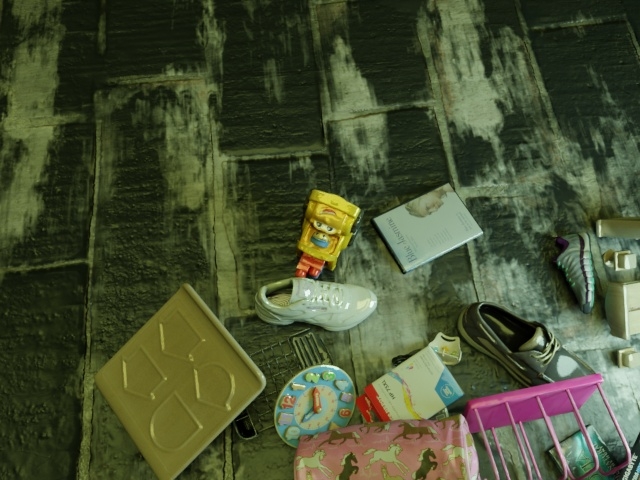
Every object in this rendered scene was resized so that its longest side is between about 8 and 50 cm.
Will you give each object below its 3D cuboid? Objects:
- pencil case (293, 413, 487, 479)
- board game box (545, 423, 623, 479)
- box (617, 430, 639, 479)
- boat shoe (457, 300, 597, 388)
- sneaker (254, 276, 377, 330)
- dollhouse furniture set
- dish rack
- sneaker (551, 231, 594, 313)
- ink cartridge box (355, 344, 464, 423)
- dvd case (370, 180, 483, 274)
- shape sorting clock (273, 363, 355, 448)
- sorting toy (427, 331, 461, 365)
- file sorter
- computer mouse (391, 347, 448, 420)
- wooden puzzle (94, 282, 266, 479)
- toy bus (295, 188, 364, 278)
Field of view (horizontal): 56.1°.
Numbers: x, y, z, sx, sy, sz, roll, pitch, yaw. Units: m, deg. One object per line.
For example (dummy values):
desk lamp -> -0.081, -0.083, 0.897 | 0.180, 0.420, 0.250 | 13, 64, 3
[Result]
pencil case -> 0.142, 0.475, 1.265 | 0.386, 0.167, 0.160 | -13, 28, 15
board game box -> 0.625, 0.535, 1.373 | 0.126, 0.026, 0.186 | -27, 69, -12
box -> 0.731, 0.504, 1.298 | 0.051, 0.220, 0.175 | 10, 58, 52
boat shoe -> 0.497, 0.264, 1.432 | 0.355, 0.130, 0.132 | 28, 69, 11
sneaker -> -0.011, 0.152, 1.466 | 0.305, 0.152, 0.114 | -2, 64, -3
dollhouse furniture set -> 0.840, 0.118, 1.551 | 0.303, 0.174, 0.355 | -6, 96, -17
dish rack -> -0.096, 0.331, 1.430 | 0.272, 0.074, 0.208 | -21, 69, -10
sneaker -> 0.651, 0.085, 1.554 | 0.098, 0.083, 0.223 | -3, 60, 21
ink cartridge box -> 0.196, 0.361, 1.381 | 0.231, 0.078, 0.134 | -36, 70, 6
dvd case -> 0.286, -0.038, 1.621 | 0.253, 0.022, 0.180 | -26, 69, -11
shape sorting clock -> -0.009, 0.380, 1.365 | 0.206, 0.040, 0.206 | -5, 103, -22
sorting toy -> 0.309, 0.263, 1.482 | 0.083, 0.044, 0.075 | 13, 54, 17
file sorter -> 0.474, 0.434, 1.297 | 0.291, 0.202, 0.182 | -11, 57, -2
computer mouse -> 0.249, 0.357, 1.434 | 0.106, 0.042, 0.192 | -22, 72, 14
wooden puzzle -> -0.322, 0.325, 1.384 | 0.348, 0.080, 0.322 | -47, 66, 6
toy bus -> 0.000, 0.000, 1.502 | 0.150, 0.220, 0.211 | 25, 75, 5
